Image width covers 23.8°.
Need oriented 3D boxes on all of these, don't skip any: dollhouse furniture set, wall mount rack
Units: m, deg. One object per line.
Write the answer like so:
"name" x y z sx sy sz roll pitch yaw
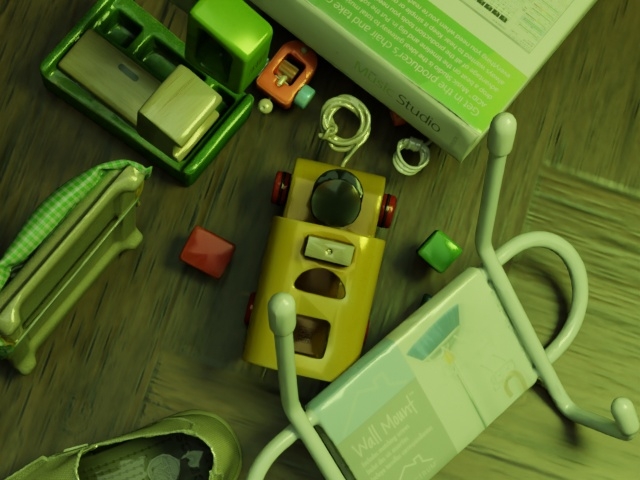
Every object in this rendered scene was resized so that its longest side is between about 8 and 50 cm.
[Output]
"dollhouse furniture set" -0.191 -0.066 1.130 0.151 0.197 0.301 38 74 3
"wall mount rack" 0.085 0.086 1.090 0.350 0.130 0.304 -39 117 -20

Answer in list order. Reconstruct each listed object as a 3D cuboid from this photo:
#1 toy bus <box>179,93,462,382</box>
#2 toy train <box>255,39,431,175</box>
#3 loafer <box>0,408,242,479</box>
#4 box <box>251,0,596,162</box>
"toy bus" 0.003 0.013 1.164 0.191 0.104 0.202 -33 92 -1
"toy train" 0.030 -0.126 1.251 0.166 0.046 0.125 31 81 3
"loafer" -0.182 0.198 1.116 0.268 0.092 0.102 -29 80 -12
"box" 0.118 -0.246 1.253 0.232 0.058 0.322 39 62 5
